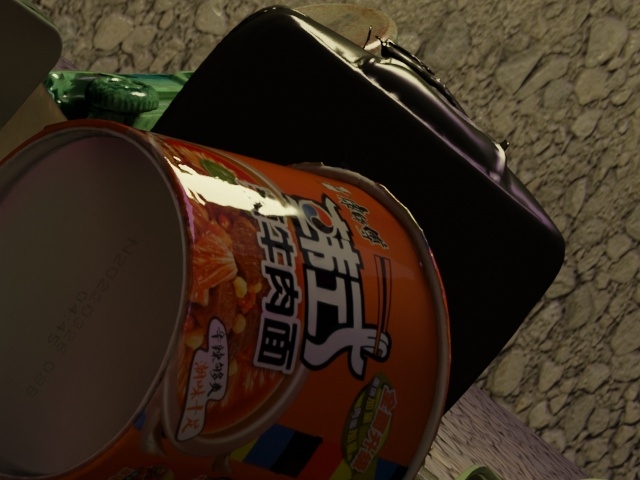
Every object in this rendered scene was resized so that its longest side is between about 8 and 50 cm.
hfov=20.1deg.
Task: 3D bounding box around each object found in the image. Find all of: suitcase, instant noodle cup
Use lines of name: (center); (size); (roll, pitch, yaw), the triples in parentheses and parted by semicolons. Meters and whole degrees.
suitcase: (0.000, 0.000, 1.533); (0.345, 0.339, 0.188); (39, 8, -6)
instant noodle cup: (-0.082, 0.051, 0.996); (0.192, 0.250, 0.250); (22, 15, -49)

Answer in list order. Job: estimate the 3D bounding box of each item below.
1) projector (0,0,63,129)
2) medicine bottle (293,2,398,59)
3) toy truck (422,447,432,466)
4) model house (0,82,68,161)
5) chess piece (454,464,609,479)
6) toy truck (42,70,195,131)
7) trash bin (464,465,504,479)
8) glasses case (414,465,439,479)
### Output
projector: (-0.291, -0.108, 1.047); (0.108, 0.198, 0.250); (41, 3, 25)
medicine bottle: (0.014, -0.052, 1.725); (0.151, 0.151, 0.322); (-135, -146, -56)
toy truck: (0.059, 0.179, 1.935); (0.154, 0.078, 0.080); (38, 3, -15)
model house: (-0.291, -0.085, 1.450); (0.188, 0.122, 0.229); (27, -16, 25)
chess piece: (0.219, 0.301, 1.719); (0.176, 0.175, 0.298); (39, -9, -10)
toy truck: (-0.168, -0.090, 1.741); (0.156, 0.155, 0.279); (21, 18, 39)
trash bin: (0.194, 0.310, 1.417); (0.240, 0.122, 0.164); (39, 3, -25)
glasses case: (0.022, 0.185, 1.748); (0.205, 0.047, 0.071); (38, 3, -3)
